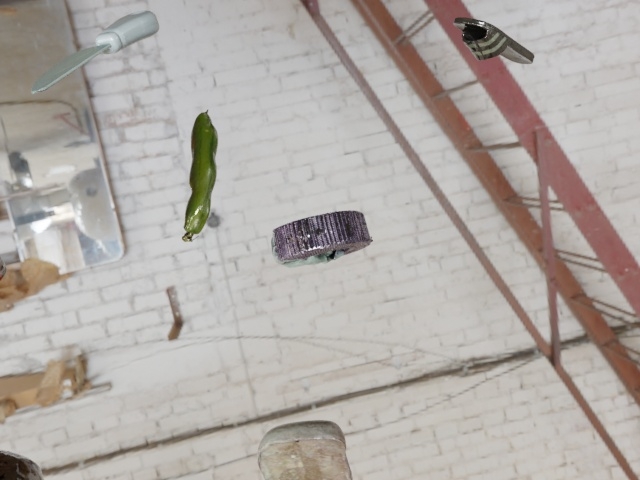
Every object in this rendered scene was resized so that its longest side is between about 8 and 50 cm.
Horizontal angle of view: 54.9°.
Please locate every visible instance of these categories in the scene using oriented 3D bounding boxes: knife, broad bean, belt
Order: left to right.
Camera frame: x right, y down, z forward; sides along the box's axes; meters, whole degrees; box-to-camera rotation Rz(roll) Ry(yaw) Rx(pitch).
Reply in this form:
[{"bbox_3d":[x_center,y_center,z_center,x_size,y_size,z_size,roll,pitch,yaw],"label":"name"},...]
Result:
[{"bbox_3d":[-0.367,-0.301,0.985,0.080,0.044,0.331,2,-144,22],"label":"knife"},{"bbox_3d":[-0.215,-0.124,1.118,0.046,0.255,0.065,16,160,-41],"label":"broad bean"},{"bbox_3d":[0.000,0.000,1.662,0.260,0.122,0.325,-16,174,19],"label":"belt"}]

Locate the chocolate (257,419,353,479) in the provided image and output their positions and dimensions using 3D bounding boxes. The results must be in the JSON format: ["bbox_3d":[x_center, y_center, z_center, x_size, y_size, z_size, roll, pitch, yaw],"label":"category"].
[{"bbox_3d":[-0.027,0.466,1.302,0.185,0.303,0.101,-3,-135,5],"label":"chocolate"}]

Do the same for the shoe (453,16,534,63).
[{"bbox_3d":[0.309,-0.342,1.105,0.179,0.049,0.071,18,-175,-30],"label":"shoe"}]

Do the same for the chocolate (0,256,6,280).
[{"bbox_3d":[-0.729,0.057,1.356,0.086,0.028,0.182,-63,-178,-35],"label":"chocolate"}]

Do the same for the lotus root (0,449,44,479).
[{"bbox_3d":[-0.653,0.501,1.175,0.272,0.192,0.272,15,-166,-4],"label":"lotus root"}]
